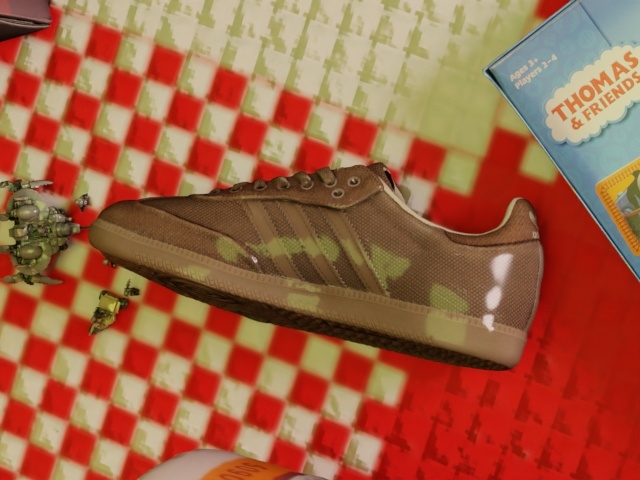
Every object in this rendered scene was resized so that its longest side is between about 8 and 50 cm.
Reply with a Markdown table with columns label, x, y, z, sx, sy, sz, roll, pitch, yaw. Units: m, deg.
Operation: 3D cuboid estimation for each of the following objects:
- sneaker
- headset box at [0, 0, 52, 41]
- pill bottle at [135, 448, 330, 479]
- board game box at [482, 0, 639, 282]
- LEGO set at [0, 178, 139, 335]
| label | x | y | z | sx | sy | sz | roll | pitch | yaw |
| --- | --- | --- | --- | --- | --- | --- | --- | --- | --- |
| sneaker | 0.000 | 0.000 | 0.802 | 0.188 | 0.066 | 0.071 | 14 | 79 | 14 |
| headset box | -0.255 | -0.181 | 0.854 | 0.218 | 0.110 | 0.293 | -13 | 87 | 20 |
| pill bottle | 0.097 | 0.228 | 0.677 | 0.392 | 0.224 | 0.224 | 14 | 96 | 19 |
| board game box | 0.187 | -0.029 | 0.738 | 0.160 | 0.039 | 0.211 | -38 | 80 | 16 |
| LEGO set | -0.117 | 0.004 | 0.855 | 0.083 | 0.023 | 0.054 | 30 | 101 | 17 |
